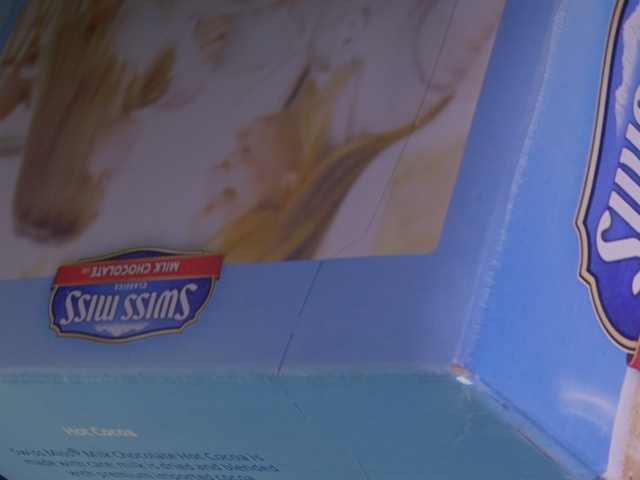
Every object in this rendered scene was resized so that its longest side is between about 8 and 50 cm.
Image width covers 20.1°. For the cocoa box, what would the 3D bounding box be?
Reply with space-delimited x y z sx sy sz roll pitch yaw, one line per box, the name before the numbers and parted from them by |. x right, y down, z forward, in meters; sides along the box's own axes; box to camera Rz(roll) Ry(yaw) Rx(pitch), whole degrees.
cocoa box | 0.000 0.000 0.655 0.347 0.231 0.228 -5 148 40
